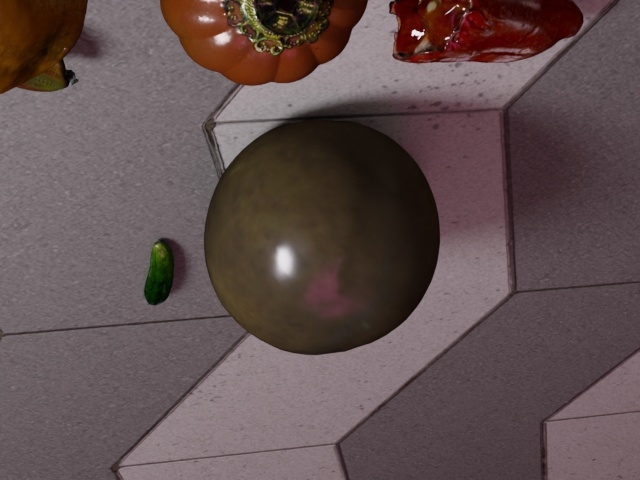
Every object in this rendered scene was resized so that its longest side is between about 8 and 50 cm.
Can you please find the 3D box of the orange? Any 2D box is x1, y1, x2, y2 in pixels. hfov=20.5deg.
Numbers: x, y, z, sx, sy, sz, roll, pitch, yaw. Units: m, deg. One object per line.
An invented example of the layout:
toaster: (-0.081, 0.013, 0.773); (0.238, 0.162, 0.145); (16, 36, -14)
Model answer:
orange: (-0.341, -0.252, 1.723); (0.183, 0.249, 0.249); (-7, 154, 20)

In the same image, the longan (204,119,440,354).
longan: (0.000, 0.000, 2.241); (0.319, 0.319, 0.319); (-11, 150, -6)

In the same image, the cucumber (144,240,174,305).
cucumber: (-0.223, 0.052, 2.470); (0.039, 0.039, 0.168); (-6, 148, -14)

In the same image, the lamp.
lamp: (-0.058, -0.269, 1.835); (0.223, 0.196, 0.223); (-6, 113, -14)

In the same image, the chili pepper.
chili pepper: (0.202, -0.252, 2.072); (0.252, 0.136, 0.144); (5, 119, -43)

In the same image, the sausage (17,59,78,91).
sausage: (-0.400, -0.229, 1.881); (0.082, 0.082, 0.371); (-33, 146, 30)
